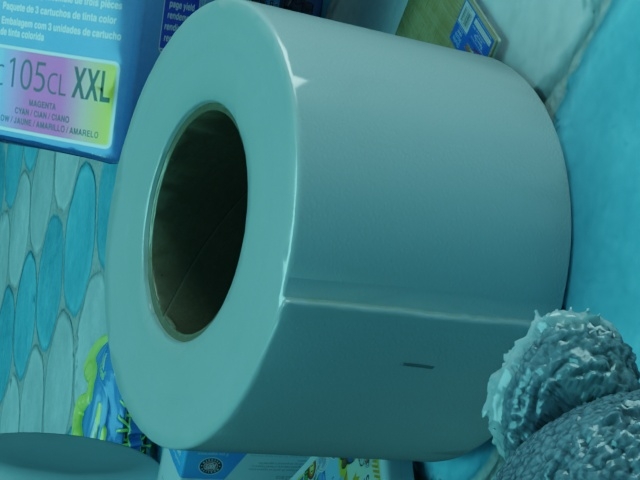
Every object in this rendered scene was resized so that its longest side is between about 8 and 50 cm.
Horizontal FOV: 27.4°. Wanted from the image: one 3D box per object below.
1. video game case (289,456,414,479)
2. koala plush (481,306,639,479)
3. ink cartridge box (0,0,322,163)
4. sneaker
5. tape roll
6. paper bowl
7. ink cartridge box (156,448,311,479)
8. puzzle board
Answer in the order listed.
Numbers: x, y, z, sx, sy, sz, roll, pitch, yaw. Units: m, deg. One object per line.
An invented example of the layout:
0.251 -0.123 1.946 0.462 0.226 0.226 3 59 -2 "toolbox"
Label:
0.005 0.239 0.836 0.206 0.026 0.227 -53 29 41 "video game case"
0.096 0.151 0.504 0.221 0.203 0.196 -64 27 17 "koala plush"
-0.104 -0.259 0.962 0.151 0.270 0.396 10 98 24 "ink cartridge box"
-0.215 0.193 1.393 0.126 0.091 0.240 126 144 -51 "sneaker"
0.000 0.000 0.742 0.246 0.169 0.246 -20 66 56 "tape roll"
-0.241 0.262 1.174 0.284 0.284 0.148 -167 84 -69 "paper bowl"
-0.074 0.214 1.004 0.061 0.104 0.181 -127 47 -61 "ink cartridge box"
0.077 -0.118 0.833 0.128 0.011 0.096 -111 35 -48 "puzzle board"
